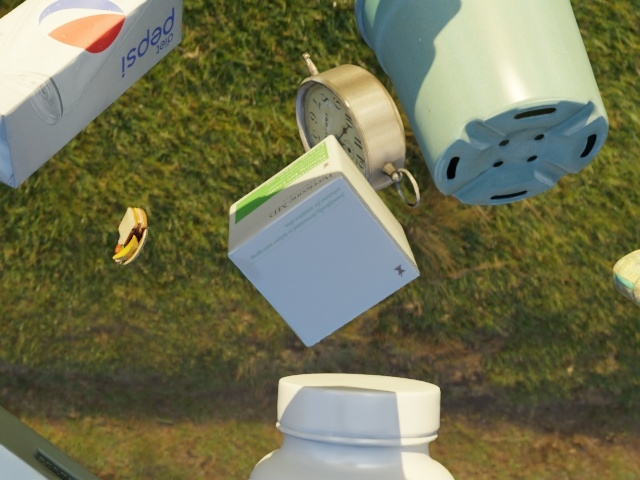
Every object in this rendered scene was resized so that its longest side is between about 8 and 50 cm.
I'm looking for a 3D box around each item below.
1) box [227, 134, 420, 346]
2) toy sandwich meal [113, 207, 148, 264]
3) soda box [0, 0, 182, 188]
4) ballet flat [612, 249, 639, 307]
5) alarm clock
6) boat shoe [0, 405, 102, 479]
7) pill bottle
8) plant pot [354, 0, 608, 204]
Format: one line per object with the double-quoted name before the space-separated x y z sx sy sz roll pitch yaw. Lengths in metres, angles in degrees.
"box" 0.000 0.000 0.627 0.101 0.087 0.102 -34 115 12
"toy sandwich meal" -0.278 -0.006 1.231 0.029 0.085 0.085 26 126 -35
"soda box" -0.248 -0.183 0.844 0.091 0.286 0.098 26 139 11
"ballet flat" 0.610 0.054 1.411 0.349 0.123 0.123 -3 136 -36
"alarm clock" 0.042 -0.096 0.838 0.064 0.192 0.129 -22 141 -21
"boat shoe" -0.142 0.170 0.450 0.227 0.079 0.081 42 85 -7
"pill bottle" 0.030 0.353 0.898 0.229 0.229 0.407 3 86 -1
"plant pot" 0.250 -0.256 1.275 0.341 0.334 0.341 -9 150 -5
